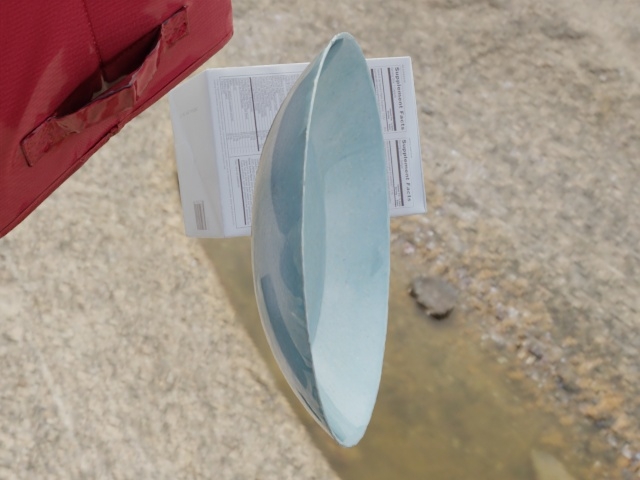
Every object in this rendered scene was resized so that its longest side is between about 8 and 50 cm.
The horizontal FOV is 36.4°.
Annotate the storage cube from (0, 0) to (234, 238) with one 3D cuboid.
[{"bbox_3d":[-0.173,-0.153,0.439,0.215,0.193,0.183,35,64,19],"label":"storage cube"}]

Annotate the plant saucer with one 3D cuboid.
[{"bbox_3d":[0.000,0.000,0.466,0.037,0.195,0.195,-1,30,13],"label":"plant saucer"}]

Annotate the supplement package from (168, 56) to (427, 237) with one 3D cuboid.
[{"bbox_3d":[-0.034,-0.114,1.233,0.263,0.198,0.199,-8,4,-21],"label":"supplement package"}]
